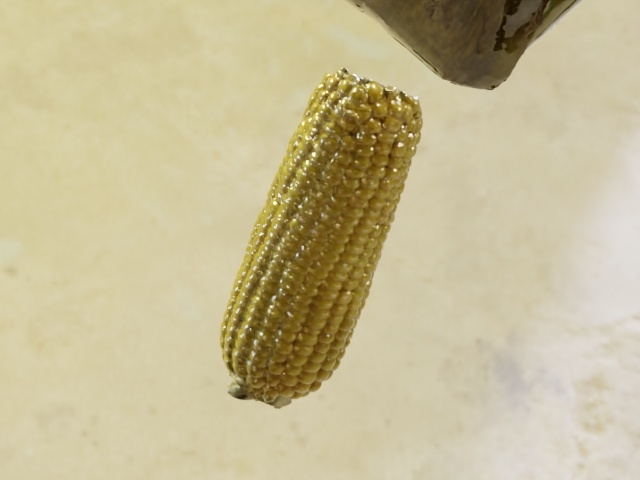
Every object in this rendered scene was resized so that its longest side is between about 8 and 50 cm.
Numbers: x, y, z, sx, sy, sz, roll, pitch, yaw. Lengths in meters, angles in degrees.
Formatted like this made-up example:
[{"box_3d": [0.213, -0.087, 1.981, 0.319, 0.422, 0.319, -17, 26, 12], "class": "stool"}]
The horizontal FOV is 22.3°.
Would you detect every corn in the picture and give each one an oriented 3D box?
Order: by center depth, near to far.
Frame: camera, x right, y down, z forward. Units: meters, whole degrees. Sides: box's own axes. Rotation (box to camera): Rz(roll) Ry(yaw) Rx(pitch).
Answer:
[{"box_3d": [0.000, 0.000, 1.662, 0.144, 0.387, 0.144, 18, 24, -8], "class": "corn"}]

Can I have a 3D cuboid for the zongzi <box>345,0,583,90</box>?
[{"box_3d": [0.112, -0.192, 0.478, 0.111, 0.248, 0.241, 39, 52, 8], "class": "zongzi"}]
